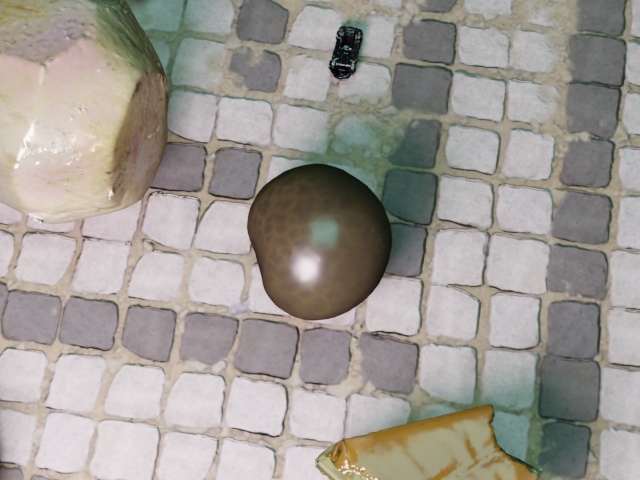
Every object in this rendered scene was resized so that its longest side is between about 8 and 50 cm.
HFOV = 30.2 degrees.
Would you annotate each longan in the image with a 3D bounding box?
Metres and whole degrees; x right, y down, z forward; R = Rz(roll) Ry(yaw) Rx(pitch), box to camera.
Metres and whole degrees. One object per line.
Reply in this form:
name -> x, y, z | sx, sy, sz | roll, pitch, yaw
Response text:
longan -> 0.000, 0.000, 1.586 | 0.198, 0.198, 0.212 | -22, 57, -6

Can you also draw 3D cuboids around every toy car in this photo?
toy car -> 0.038, -0.276, 1.757 | 0.041, 0.025, 0.093 | 11, 69, 7

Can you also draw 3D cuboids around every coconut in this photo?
coconut -> -0.370, -0.194, 1.584 | 0.353, 0.352, 0.352 | 0, 72, 1

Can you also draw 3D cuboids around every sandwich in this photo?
sandwich -> 0.142, 0.284, 1.504 | 0.227, 0.155, 0.198 | 40, 75, 13
